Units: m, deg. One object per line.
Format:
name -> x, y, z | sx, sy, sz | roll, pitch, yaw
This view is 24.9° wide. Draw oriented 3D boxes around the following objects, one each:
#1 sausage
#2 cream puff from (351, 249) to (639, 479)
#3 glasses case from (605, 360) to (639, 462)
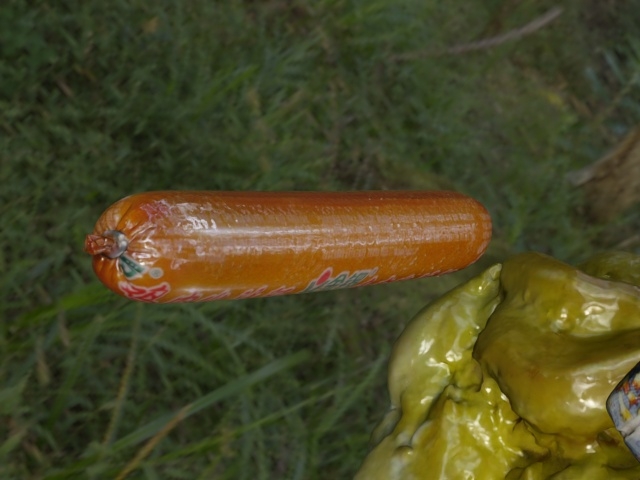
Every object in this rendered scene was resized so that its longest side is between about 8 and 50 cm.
sausage -> 0.000, 0.000, 0.755 | 0.348, 0.053, 0.053 | -3, 68, -56
cream puff -> 0.189, 0.170, 0.919 | 0.291, 0.257, 0.324 | 30, 67, -26
glasses case -> 0.229, 0.015, 0.604 | 0.065, 0.248, 0.087 | 59, 16, 23
